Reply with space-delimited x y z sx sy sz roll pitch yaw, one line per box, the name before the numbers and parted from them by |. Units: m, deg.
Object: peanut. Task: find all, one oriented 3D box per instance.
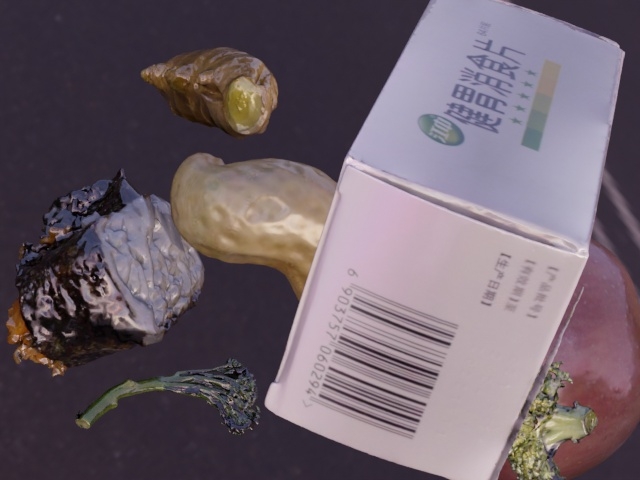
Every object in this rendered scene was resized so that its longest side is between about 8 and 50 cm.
peanut | 0.000 0.000 1.264 0.263 0.101 0.117 27 66 -10

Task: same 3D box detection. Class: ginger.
ginger | -0.098 -0.143 1.422 0.115 0.081 0.205 46 -8 -8

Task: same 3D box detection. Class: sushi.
sushi | -0.301 0.039 2.119 0.234 0.207 0.348 66 17 -3

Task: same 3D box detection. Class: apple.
apple | 0.220 0.120 1.603 0.306 0.235 0.306 165 -90 -81

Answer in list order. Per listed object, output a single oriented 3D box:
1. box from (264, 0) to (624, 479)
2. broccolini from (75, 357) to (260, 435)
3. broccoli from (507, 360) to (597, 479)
box | 0.090 -0.020 0.960 0.145 0.173 0.333 22 30 3
broccolini | -0.189 0.226 1.994 0.271 0.062 0.123 -10 39 -36
broccoli | 0.201 0.168 1.372 0.095 0.092 0.097 68 27 -45
